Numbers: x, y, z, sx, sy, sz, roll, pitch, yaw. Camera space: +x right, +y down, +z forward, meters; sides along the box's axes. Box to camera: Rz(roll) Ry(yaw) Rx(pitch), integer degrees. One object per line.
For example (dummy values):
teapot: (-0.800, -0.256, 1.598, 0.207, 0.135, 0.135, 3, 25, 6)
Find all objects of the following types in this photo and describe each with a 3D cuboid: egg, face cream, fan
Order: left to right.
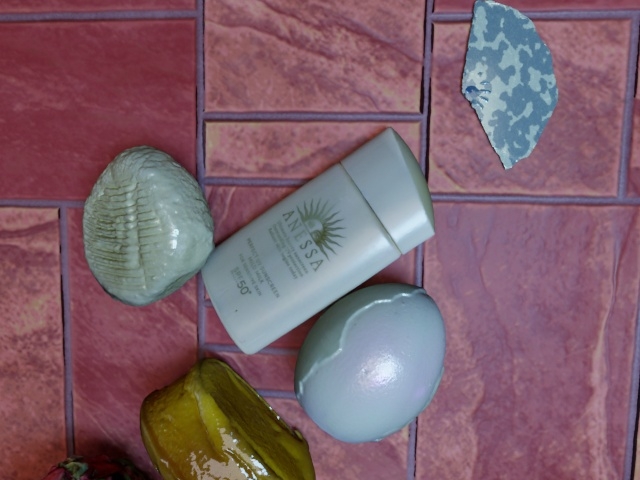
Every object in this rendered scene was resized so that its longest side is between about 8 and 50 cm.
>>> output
face cream: (0.000, 0.000, 0.667, 0.348, 0.081, 0.174, -34, 66, 8)
egg: (0.073, 0.152, 0.633, 0.183, 0.183, 0.217, 32, 101, 2)
fan: (0.265, -0.222, 0.666, 0.131, 0.009, 0.240, -11, 94, 6)

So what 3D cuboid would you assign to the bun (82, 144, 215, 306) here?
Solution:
bun: (-0.239, -0.021, 0.674, 0.220, 0.134, 0.221, 1, 91, 34)

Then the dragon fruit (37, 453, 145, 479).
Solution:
dragon fruit: (-0.326, 0.463, 0.678, 0.231, 0.237, 0.303, -28, 109, -12)

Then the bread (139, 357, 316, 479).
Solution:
bread: (-0.131, 0.296, 0.666, 0.142, 0.195, 0.270, -43, 86, 1)
